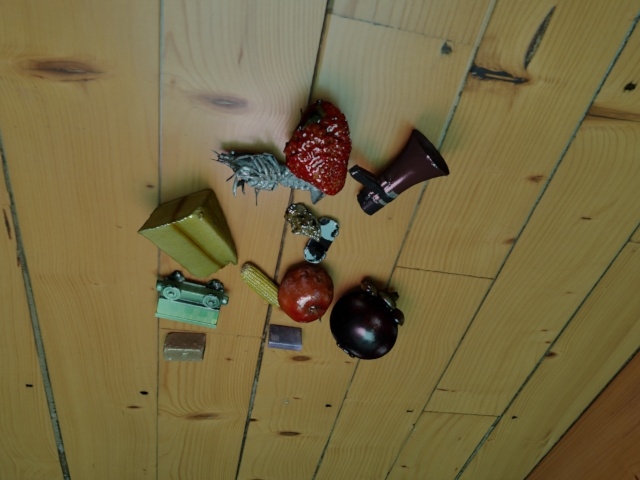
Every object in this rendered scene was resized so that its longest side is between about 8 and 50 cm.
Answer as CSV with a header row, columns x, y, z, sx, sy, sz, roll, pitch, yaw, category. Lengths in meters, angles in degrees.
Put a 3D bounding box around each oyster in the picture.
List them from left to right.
x,y,z,sx,sy,sz,roll,pitch,yaw,category
-0.065,-0.061,1.592,0.105,0.056,0.177,-39,88,19,oyster

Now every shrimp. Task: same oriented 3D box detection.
x,y,z,sx,sy,sz,roll,pitch,yaw,category
-0.178,-0.222,1.456,0.410,0.166,0.221,5,143,-24,shrimp

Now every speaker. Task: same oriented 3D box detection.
x,y,z,sx,sy,sz,roll,pitch,yaw,category
0.255,-0.215,1.448,0.329,0.259,0.198,-37,81,23,speaker

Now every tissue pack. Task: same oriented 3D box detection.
x,y,z,sx,sy,sz,roll,pitch,yaw,category
-0.162,0.445,1.907,0.156,0.112,0.051,9,123,-11,tissue pack

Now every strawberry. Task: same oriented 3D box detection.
x,y,z,sx,sy,sz,roll,pitch,yaw,category
0.008,-0.296,1.350,0.257,0.261,0.261,31,116,-7,strawberry

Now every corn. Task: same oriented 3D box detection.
x,y,z,sx,sy,sz,roll,pitch,yaw,category
-0.241,0.193,1.756,0.081,0.081,0.248,-34,120,16,corn

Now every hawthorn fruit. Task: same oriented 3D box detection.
x,y,z,sx,sy,sz,roll,pitch,yaw,category
-0.048,0.235,1.684,0.241,0.272,0.242,-8,125,-12,hawthorn fruit

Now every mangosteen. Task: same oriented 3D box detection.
x,y,z,sx,sy,sz,roll,pitch,yaw,category
0.208,0.336,1.783,0.347,0.307,0.307,-49,118,-8,mangosteen

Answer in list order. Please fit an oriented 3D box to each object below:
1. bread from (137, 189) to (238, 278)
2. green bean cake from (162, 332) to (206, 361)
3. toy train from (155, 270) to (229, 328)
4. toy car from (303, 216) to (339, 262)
x,y,z,sx,sy,sz,roll,pitch,yaw,category
-0.450,0.026,1.541,0.233,0.245,0.362,-17,119,5,bread
-0.616,0.484,1.896,0.179,0.109,0.085,5,123,-8,green bean cake
-0.543,0.250,1.744,0.300,0.120,0.202,15,123,-14,toy train
0.000,0.000,1.663,0.095,0.056,0.205,21,117,-15,toy car
